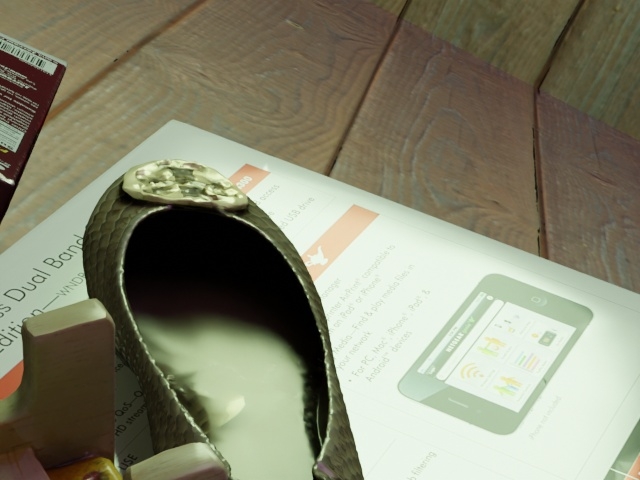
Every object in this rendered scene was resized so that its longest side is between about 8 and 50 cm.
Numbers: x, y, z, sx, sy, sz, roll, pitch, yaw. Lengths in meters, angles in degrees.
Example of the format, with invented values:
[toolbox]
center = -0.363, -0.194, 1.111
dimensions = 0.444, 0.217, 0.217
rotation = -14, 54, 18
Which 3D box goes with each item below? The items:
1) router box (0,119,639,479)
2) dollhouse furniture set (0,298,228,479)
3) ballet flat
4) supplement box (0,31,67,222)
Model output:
[router box]
center = -0.012, 0.106, 0.600
dimensions = 0.301, 0.082, 0.335
rotation = 22, 37, 20
[dollhouse furniture set]
center = -0.071, 0.179, 0.347
dimensions = 0.201, 0.152, 0.374
rotation = -16, 29, -19
[ballet flat]
center = -0.029, 0.039, 0.567
dimensions = 0.084, 0.058, 0.250
rotation = -1, 36, -12
[supplement box]
center = -0.202, -0.027, 0.934
dimensions = 0.073, 0.130, 0.239
rotation = 25, 17, -10
